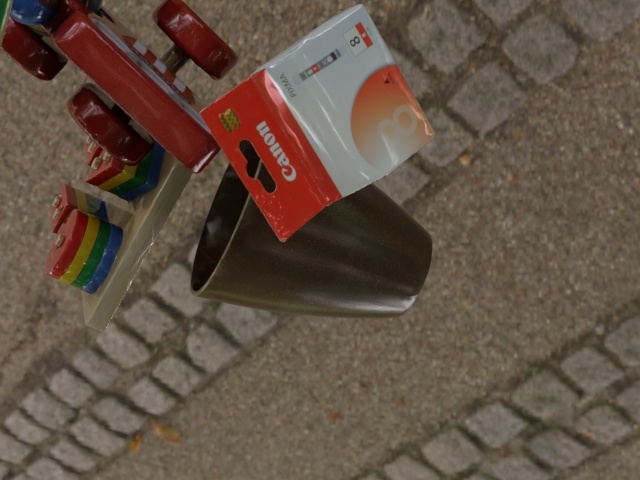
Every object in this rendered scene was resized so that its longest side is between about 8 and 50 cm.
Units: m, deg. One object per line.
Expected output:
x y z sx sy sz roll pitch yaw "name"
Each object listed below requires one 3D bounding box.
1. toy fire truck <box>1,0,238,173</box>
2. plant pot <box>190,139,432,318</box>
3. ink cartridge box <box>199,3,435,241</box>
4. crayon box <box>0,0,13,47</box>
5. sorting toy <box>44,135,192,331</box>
-0.214 -0.198 0.980 0.169 0.254 0.302 -44 104 4 "toy fire truck"
0.000 0.000 1.134 0.230 0.215 0.215 22 136 -15 "plant pot"
0.002 -0.107 0.909 0.045 0.179 0.145 1 127 60 "ink cartridge box"
-0.331 -0.098 0.723 0.081 0.202 0.318 17 171 -39 "crayon box"
-0.261 -0.059 1.262 0.089 0.255 0.257 26 101 -23 "sorting toy"
